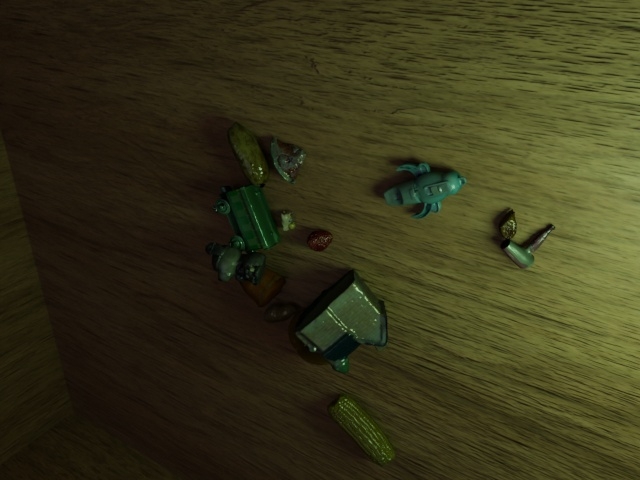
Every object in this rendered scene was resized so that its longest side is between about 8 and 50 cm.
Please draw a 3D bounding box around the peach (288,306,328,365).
[{"bbox_3d":[-0.020,0.392,1.913,0.252,0.153,0.250,9,110,27],"label":"peach"}]

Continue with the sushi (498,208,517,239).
[{"bbox_3d":[0.564,-0.045,1.411,0.051,0.047,0.099,11,121,10],"label":"sushi"}]

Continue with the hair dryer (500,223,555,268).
[{"bbox_3d":[0.626,0.005,1.392,0.106,0.054,0.154,40,111,-20],"label":"hair dryer"}]

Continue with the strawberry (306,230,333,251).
[{"bbox_3d":[0.000,0.000,1.757,0.097,0.083,0.083,-35,93,9],"label":"strawberry"}]

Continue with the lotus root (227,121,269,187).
[{"bbox_3d":[-0.263,-0.316,1.738,0.097,0.110,0.258,-21,102,38],"label":"lotus root"}]

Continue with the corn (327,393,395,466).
[{"bbox_3d":[0.177,0.808,2.005,0.344,0.131,0.131,48,128,3],"label":"corn"}]

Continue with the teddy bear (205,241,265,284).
[{"bbox_3d":[-0.327,0.105,1.845,0.251,0.171,0.144,11,75,16],"label":"teddy bear"}]

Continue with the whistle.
[{"bbox_3d":[0.325,-0.160,1.474,0.274,0.093,0.186,-10,108,37],"label":"whistle"}]

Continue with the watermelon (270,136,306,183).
[{"bbox_3d":[-0.118,-0.296,1.690,0.139,0.071,0.186,-21,101,32],"label":"watermelon"}]

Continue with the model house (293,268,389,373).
[{"bbox_3d":[0.100,0.312,1.708,0.298,0.243,0.284,-42,93,10],"label":"model house"}]

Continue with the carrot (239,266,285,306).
[{"bbox_3d":[-0.271,0.152,1.962,0.225,0.159,0.159,41,128,22],"label":"carrot"}]

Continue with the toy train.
[{"bbox_3d":[-0.291,-0.088,1.863,0.203,0.120,0.300,-12,106,31],"label":"toy train"}]

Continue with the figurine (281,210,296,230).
[{"bbox_3d":[-0.123,-0.074,1.815,0.051,0.047,0.083,4,119,18],"label":"figurine"}]

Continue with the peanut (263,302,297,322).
[{"bbox_3d":[-0.177,0.308,2.013,0.175,0.080,0.080,-17,103,32],"label":"peanut"}]
